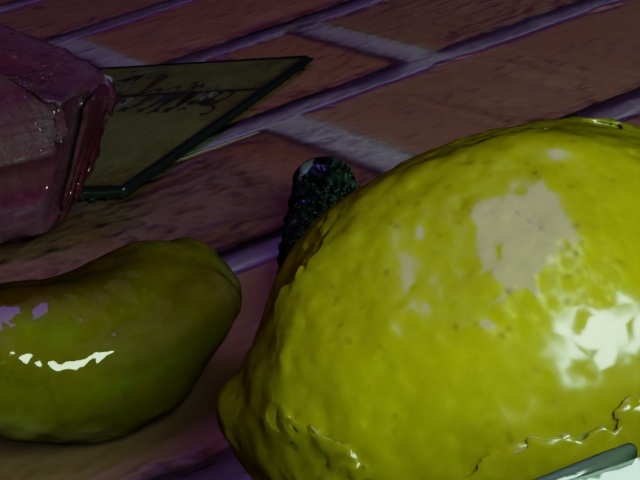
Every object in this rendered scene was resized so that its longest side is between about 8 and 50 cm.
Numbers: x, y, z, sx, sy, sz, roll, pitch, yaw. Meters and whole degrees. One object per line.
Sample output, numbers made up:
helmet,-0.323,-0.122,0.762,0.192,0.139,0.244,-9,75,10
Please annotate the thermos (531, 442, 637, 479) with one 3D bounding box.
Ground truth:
thermos,0.117,0.140,0.504,0.265,0.146,0.176,-27,65,-17

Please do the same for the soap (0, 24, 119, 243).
soap,-0.293,-0.077,1.251,0.289,0.182,0.112,-12,19,18

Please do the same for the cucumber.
cucumber,-0.001,0.000,1.057,0.058,0.058,0.187,-11,21,5

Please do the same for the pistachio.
pistachio,-0.129,0.063,0.919,0.189,0.100,0.110,-13,42,-25

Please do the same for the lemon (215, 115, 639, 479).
lemon,0.087,0.055,0.664,0.260,0.204,0.204,-14,21,5

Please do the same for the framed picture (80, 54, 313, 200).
framed picture,-0.191,-0.103,1.484,0.255,0.014,0.339,0,24,29

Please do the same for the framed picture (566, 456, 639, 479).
framed picture,0.191,0.132,0.434,0.274,0.217,0.017,-15,-7,-10
